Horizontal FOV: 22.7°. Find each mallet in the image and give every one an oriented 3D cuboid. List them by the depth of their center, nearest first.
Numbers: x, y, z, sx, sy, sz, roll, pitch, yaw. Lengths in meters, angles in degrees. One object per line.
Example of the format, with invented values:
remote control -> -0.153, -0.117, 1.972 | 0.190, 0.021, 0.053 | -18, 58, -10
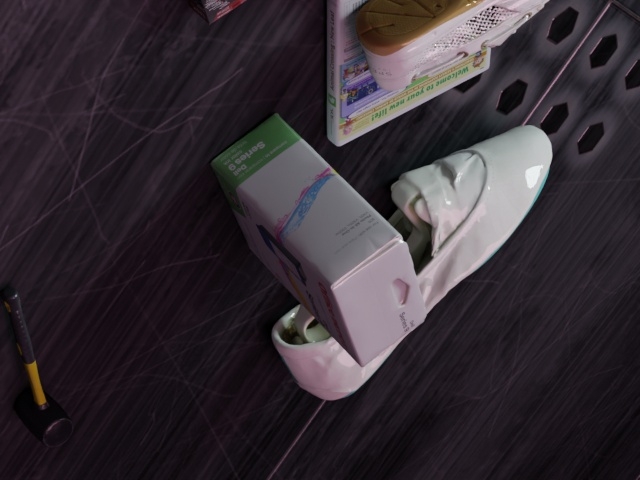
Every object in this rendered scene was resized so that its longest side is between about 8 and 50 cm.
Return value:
mallet -> -0.288, 0.117, 1.555 | 0.039, 0.062, 0.189 | -29, 128, -26

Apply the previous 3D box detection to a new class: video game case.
video game case -> 0.095, -0.214, 1.630 | 0.212, 0.023, 0.193 | -29, 142, -25

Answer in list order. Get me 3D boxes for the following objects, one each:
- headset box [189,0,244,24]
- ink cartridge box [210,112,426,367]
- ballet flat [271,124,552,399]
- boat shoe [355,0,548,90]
headset box -> -0.089, -0.236, 1.402 | 0.062, 0.032, 0.083 | -36, 146, -13
ink cartridge box -> 0.000, 0.000, 1.577 | 0.093, 0.212, 0.154 | -38, 145, -12
ballet flat -> 0.097, 0.008, 1.784 | 0.400, 0.139, 0.139 | -48, 146, 4
boat shoe -> 0.160, -0.237, 1.575 | 0.277, 0.098, 0.096 | -28, 143, -11
